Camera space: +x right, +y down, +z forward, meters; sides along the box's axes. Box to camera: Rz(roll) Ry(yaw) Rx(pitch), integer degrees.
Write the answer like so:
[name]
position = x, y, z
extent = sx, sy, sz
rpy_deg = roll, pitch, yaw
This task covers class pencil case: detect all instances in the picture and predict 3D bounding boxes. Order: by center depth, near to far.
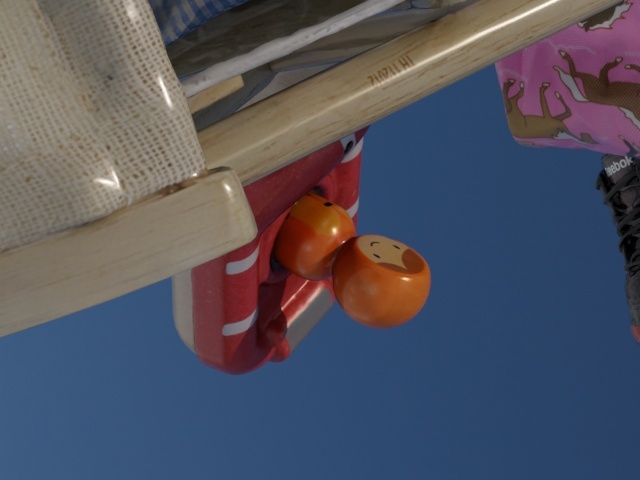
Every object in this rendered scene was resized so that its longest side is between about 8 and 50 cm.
[pencil case]
position = 0.303, -0.131, 1.219
extent = 0.386, 0.167, 0.160
rpy_deg = 6, -64, 31

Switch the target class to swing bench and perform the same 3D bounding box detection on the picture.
[swing bench]
position = -0.078, -0.130, 0.481
extent = 0.165, 0.254, 0.253
rpy_deg = -6, -69, 45

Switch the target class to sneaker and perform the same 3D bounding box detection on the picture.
[sneaker]
position = 0.323, -0.022, 1.770
extent = 0.097, 0.135, 0.276
rpy_deg = -30, -140, 54

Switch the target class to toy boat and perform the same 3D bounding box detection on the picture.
[toy boat]
position = 0.000, 0.000, 1.113
extent = 0.151, 0.151, 0.231
rpy_deg = 30, -34, 20
